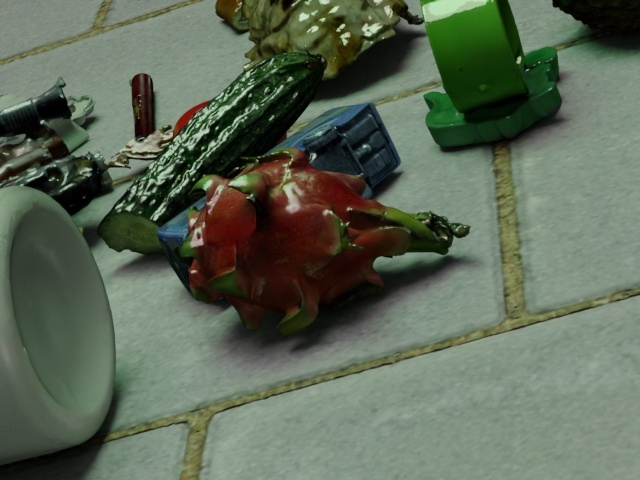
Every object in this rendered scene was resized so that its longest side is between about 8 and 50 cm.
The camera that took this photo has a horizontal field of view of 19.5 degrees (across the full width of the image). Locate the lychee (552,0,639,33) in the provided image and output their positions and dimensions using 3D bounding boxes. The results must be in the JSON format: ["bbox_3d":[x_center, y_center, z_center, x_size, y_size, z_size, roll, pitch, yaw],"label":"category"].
[{"bbox_3d":[0.282,-0.271,1.759,0.171,0.171,0.171,-17,26,9],"label":"lychee"}]

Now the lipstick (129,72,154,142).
[{"bbox_3d":[-0.190,-0.138,2.009,0.027,0.027,0.176,-20,27,3],"label":"lipstick"}]

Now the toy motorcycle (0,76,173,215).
[{"bbox_3d":[-0.309,-0.052,1.814,0.401,0.134,0.207,-29,33,-13],"label":"toy motorcycle"}]

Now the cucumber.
[{"bbox_3d":[-0.095,-0.088,1.719,0.077,0.077,0.265,14,58,51],"label":"cucumber"}]

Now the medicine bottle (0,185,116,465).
[{"bbox_3d":[-0.367,0.096,1.468,0.372,0.211,0.211,-14,26,17],"label":"medicine bottle"}]

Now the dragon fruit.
[{"bbox_3d":[-0.001,0.000,1.486,0.236,0.135,0.137,6,26,13],"label":"dragon fruit"}]

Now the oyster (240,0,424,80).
[{"bbox_3d":[0.018,-0.275,2.002,0.198,0.133,0.337,-4,34,17],"label":"oyster"}]

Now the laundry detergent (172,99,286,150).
[{"bbox_3d":[-0.072,-0.095,1.811,0.097,0.049,0.165,-32,31,-21],"label":"laundry detergent"}]

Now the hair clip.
[{"bbox_3d":[-0.340,-0.128,2.082,0.220,0.054,0.140,4,39,46],"label":"hair clip"}]

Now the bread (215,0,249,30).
[{"bbox_3d":[-0.095,-0.273,2.190,0.047,0.036,0.083,-29,24,-8],"label":"bread"}]

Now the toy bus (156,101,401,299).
[{"bbox_3d":[-0.036,-0.034,1.637,0.236,0.079,0.094,-36,13,-29],"label":"toy bus"}]

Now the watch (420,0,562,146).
[{"bbox_3d":[0.137,-0.177,1.690,0.131,0.152,0.165,-17,27,15],"label":"watch"}]

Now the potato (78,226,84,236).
[{"bbox_3d":[-0.273,0.054,1.638,0.149,0.081,0.120,-7,30,-13],"label":"potato"}]
